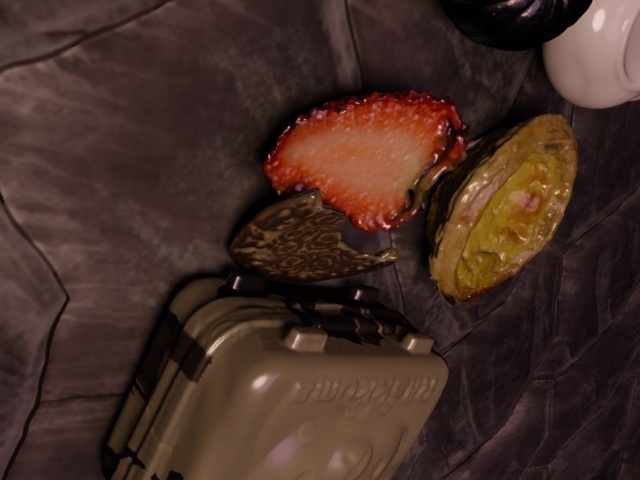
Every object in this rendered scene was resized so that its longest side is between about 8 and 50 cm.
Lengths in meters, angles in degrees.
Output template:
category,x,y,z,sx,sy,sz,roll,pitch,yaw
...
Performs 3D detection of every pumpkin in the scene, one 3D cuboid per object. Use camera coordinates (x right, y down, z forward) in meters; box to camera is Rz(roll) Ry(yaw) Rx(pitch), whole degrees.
category,x,y,z,sx,sy,sz,roll,pitch,yaw
pumpkin,0.198,-0.280,0.712,0.194,0.150,0.194,-40,161,-17

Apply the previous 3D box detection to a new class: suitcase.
category,x,y,z,sx,sy,sz,roll,pitch,yaw
suitcase,-0.044,0.218,0.791,0.352,0.194,0.339,12,111,-48

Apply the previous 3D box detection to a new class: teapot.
category,x,y,z,sx,sy,sz,roll,pitch,yaw
teapot,0.341,-0.253,0.874,0.204,0.139,0.298,-50,138,-7

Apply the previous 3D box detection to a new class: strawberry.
category,x,y,z,sx,sy,sz,roll,pitch,yaw
strawberry,0.041,-0.099,0.731,0.208,0.087,0.167,20,116,-36

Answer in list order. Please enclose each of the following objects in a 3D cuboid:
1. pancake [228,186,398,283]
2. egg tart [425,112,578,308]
category,x,y,z,sx,sy,sz,roll,pitch,yaw
pancake,0.000,0.000,0.738,0.184,0.020,0.190,-4,154,-10
egg tart,0.223,-0.043,0.948,0.279,0.095,0.278,-29,140,-27
